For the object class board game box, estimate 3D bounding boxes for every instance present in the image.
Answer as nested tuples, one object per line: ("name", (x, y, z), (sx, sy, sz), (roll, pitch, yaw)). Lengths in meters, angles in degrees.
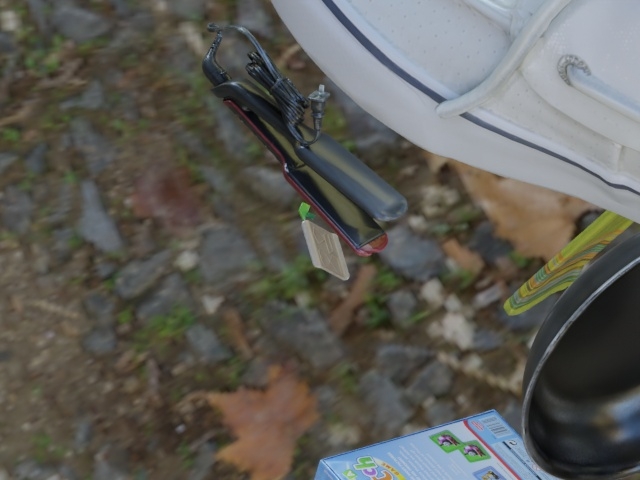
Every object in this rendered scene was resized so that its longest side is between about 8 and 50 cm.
("board game box", (0.123, 0.234, 1.738), (0.160, 0.211, 0.039), (46, 131, 36))

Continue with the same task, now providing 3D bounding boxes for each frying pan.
("frying pan", (0.249, 0.035, 1.098), (0.053, 0.326, 0.197), (54, 156, 39))

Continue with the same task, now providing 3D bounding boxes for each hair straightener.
("hair straightener", (-0.013, -0.097, 1.510), (0.230, 0.047, 0.089), (50, 135, 19))

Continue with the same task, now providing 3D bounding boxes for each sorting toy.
("sorting toy", (0.000, 0.000, 2.034), (0.012, 0.062, 0.083), (-29, 62, 24))

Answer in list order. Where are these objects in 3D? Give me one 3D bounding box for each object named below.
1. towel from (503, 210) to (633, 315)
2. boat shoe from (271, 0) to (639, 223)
("towel", (0.249, -0.015, 1.624), (0.021, 0.102, 0.237), (52, 133, 9))
("boat shoe", (0.133, -0.078, 0.673), (0.367, 0.136, 0.156), (36, 146, 21))
